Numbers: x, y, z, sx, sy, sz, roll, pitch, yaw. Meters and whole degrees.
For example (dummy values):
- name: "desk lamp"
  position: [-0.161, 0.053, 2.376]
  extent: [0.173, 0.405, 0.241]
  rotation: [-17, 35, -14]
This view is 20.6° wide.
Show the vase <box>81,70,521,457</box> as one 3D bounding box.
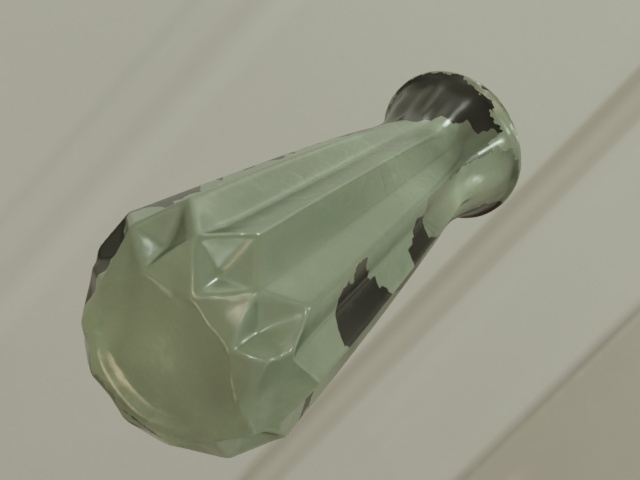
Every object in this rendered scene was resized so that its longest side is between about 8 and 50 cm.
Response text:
- name: "vase"
  position: [0.000, 0.000, 1.151]
  extent: [0.165, 0.165, 0.360]
  rotation: [45, 41, 7]
